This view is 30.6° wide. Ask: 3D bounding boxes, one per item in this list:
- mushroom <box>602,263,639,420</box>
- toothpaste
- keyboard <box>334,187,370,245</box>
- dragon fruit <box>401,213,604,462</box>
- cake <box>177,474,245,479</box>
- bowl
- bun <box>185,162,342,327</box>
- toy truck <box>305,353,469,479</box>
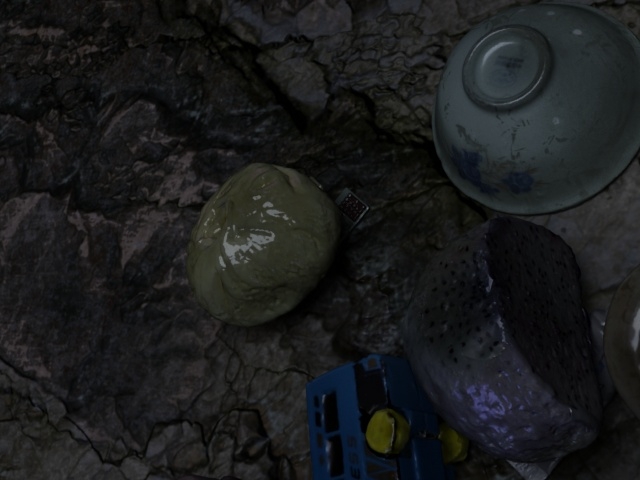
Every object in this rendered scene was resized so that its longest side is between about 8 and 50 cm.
[{"bbox_3d":[0.432,0.112,1.269,0.243,0.243,0.243,-10,69,27],"label":"mushroom"},{"bbox_3d":[0.313,0.164,1.435,0.282,0.068,0.099,-52,29,12],"label":"toothpaste"},{"bbox_3d":[0.000,0.000,1.686,0.166,0.017,0.055,-50,57,6],"label":"keyboard"},{"bbox_3d":[0.189,0.118,1.387,0.204,0.221,0.283,-29,51,33],"label":"dragon fruit"},{"bbox_3d":[-0.122,0.477,1.471,0.237,0.230,0.309,-40,59,14],"label":"cake"},{"bbox_3d":[0.264,-0.199,1.527,0.313,0.146,0.313,-9,71,27],"label":"bowl"},{"bbox_3d":[-0.088,-0.004,1.640,0.244,0.153,0.244,-18,58,31],"label":"bun"},{"bbox_3d":[0.091,0.341,1.446,0.162,0.161,0.385,-23,64,34],"label":"toy truck"}]
